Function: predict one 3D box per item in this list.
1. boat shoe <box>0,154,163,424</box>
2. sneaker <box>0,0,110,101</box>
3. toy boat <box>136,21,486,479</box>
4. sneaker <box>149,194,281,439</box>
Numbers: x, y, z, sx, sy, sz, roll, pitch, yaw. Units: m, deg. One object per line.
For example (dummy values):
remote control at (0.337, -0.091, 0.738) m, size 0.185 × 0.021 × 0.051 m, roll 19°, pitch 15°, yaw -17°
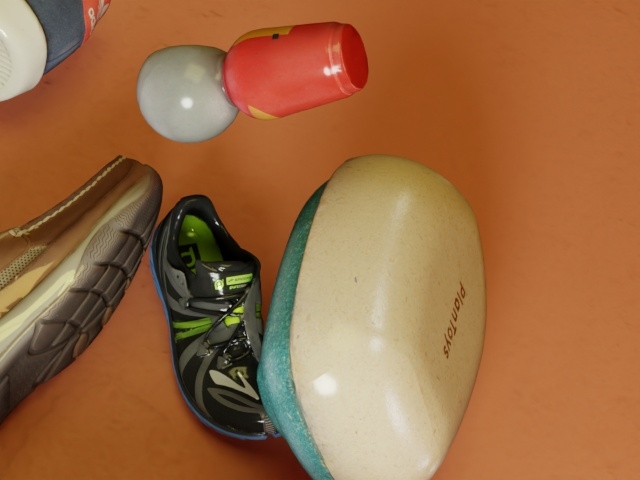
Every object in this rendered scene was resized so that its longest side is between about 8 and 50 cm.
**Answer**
boat shoe at (-0.222, 0.045, 1.228) m, size 0.116 × 0.123 × 0.324 m, roll 33°, pitch 53°, yaw 11°
sneaker at (-0.301, -0.251, 1.412) m, size 0.350 × 0.131 × 0.148 m, roll 44°, pitch 50°, yaw 9°
toy boat at (0.000, 0.000, 1.236) m, size 0.148 × 0.318 × 0.267 m, roll -10°, pitch 31°, yaw 25°
sneaker at (-0.069, 0.051, 1.286) m, size 0.067 × 0.078 × 0.188 m, roll -11°, pitch 62°, yaw -22°
